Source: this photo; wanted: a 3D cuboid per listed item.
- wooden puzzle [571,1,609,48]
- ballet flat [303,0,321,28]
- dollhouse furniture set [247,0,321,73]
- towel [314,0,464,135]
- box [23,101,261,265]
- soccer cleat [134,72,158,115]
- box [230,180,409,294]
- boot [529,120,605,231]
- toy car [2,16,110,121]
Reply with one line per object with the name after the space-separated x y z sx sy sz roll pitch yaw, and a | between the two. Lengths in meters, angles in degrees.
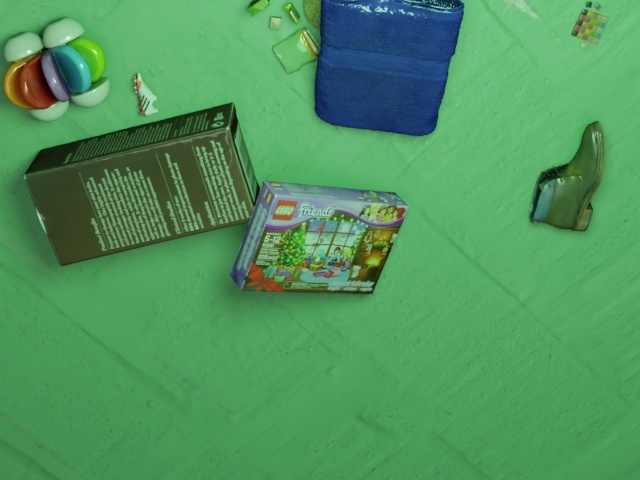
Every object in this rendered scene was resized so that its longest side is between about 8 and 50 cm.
0.468 -0.373 1.864 0.049 0.006 0.083 18 115 -8 | wooden puzzle
0.126 -0.447 1.773 0.349 0.123 0.123 -23 114 12 | ballet flat
-0.063 -0.356 1.851 0.076 0.058 0.151 -30 112 15 | dollhouse furniture set
0.108 -0.309 1.808 0.228 0.076 0.308 8 144 2 | towel
-0.313 -0.100 1.938 0.381 0.143 0.191 -13 116 5 | box
-0.312 -0.263 1.919 0.036 0.029 0.083 -9 119 -4 | soccer cleat
0.000 0.000 1.953 0.293 0.057 0.201 3 120 -33 | box
0.448 -0.115 1.950 0.106 0.082 0.219 2 118 -3 | boot
-0.461 -0.285 1.848 0.182 0.136 0.159 -17 114 9 | toy car
